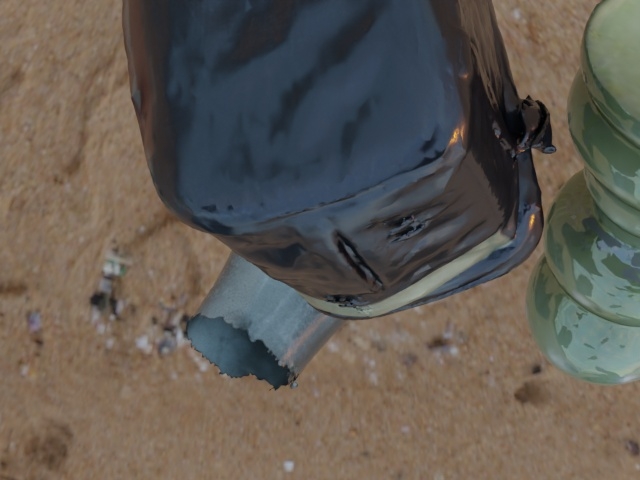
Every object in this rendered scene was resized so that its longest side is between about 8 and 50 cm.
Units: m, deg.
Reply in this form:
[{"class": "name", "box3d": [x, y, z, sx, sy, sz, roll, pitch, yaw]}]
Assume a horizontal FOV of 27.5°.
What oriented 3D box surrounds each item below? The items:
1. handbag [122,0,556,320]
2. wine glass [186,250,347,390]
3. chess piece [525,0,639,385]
[{"class": "handbag", "box3d": [0.003, -0.091, 0.634, 0.181, 0.254, 0.181, -18, 157, 15]}, {"class": "wine glass", "box3d": [0.000, 0.000, 0.904, 0.103, 0.222, 0.103, 27, 149, 17]}, {"class": "chess piece", "box3d": [0.191, -0.013, 0.762, 0.144, 0.144, 0.251, 5, 139, -3]}]
